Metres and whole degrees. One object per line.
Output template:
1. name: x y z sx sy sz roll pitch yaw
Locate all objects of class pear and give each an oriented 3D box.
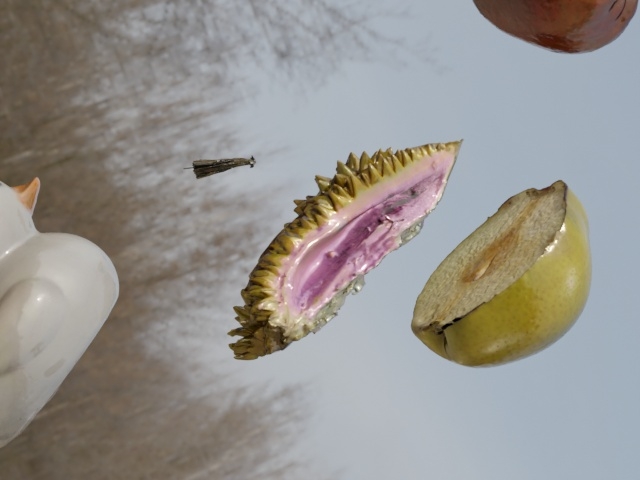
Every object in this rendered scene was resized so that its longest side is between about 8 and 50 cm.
1. pear: 0.353 0.090 2.157 0.191 0.386 0.340 49 -22 -14

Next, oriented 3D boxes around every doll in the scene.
1. doll: -0.305 0.053 1.070 0.221 0.251 0.221 27 -20 10

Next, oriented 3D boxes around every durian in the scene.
1. durian: 0.000 0.001 1.305 0.112 0.341 0.191 49 -26 -13

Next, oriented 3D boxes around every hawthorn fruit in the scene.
1. hawthorn fruit: 0.304 -0.362 1.639 0.261 0.224 0.224 5 -58 34

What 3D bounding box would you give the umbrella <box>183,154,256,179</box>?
1. umbrella: -0.114 -0.086 1.370 0.031 0.083 0.020 -80 159 -75
